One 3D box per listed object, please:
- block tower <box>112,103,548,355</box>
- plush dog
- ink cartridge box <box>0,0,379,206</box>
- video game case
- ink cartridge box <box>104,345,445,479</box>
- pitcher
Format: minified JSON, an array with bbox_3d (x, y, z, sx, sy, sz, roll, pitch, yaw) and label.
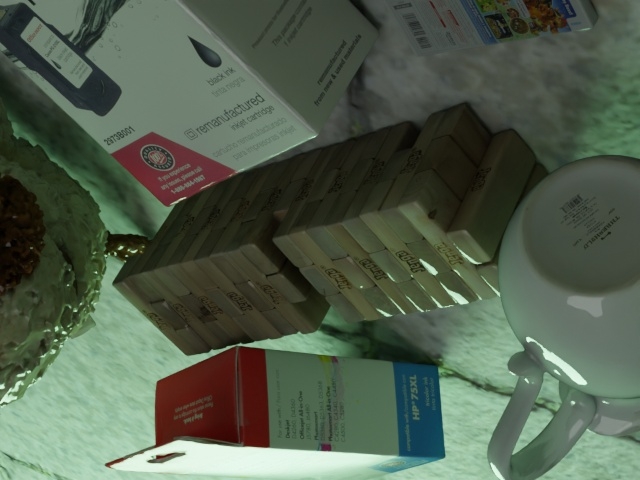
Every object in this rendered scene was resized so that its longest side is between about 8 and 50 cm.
[{"bbox_3d":[0.000,0.000,1.009,0.335,0.097,0.091,-15,126,45],"label":"block tower"},{"bbox_3d":[-0.235,0.037,1.098,0.210,0.225,0.262,14,116,-5],"label":"plush dog"},{"bbox_3d":[-0.111,-0.150,0.888,0.237,0.100,0.172,44,144,-19],"label":"ink cartridge box"},{"bbox_3d":[0.084,-0.146,0.823,0.122,0.011,0.087,-3,133,41],"label":"video game case"},{"bbox_3d":[-0.036,0.136,1.126,0.231,0.078,0.134,9,159,-32],"label":"ink cartridge box"},{"bbox_3d":[0.155,0.055,0.849,0.125,0.178,0.207,42,172,31],"label":"pitcher"}]
